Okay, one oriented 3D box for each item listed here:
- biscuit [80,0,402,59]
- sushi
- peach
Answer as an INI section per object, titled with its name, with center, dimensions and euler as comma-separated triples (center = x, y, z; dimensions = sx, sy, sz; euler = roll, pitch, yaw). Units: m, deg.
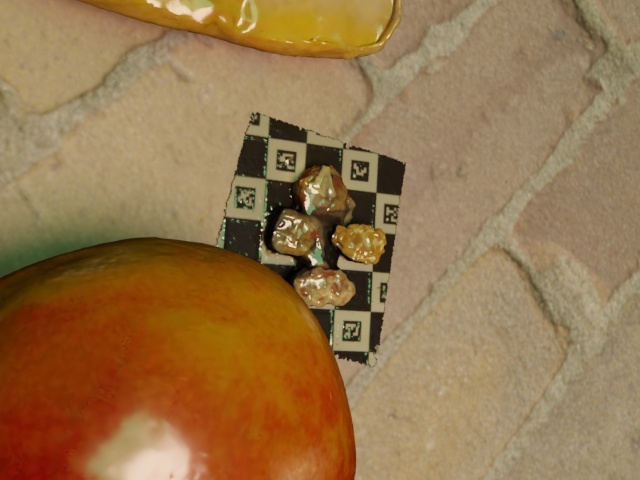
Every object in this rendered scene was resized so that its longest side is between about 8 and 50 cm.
[biscuit]
center = -0.108, -0.373, 0.808
dimensions = 0.446, 0.104, 0.429
euler = -2, 88, -29
[sushi]
center = 0.000, 0.000, 0.876
dimensions = 0.193, 0.040, 0.210
euler = 16, 81, -25
[peach]
center = -0.122, 0.150, 0.682
dimensions = 0.332, 0.308, 0.307
euler = 18, 79, -42
